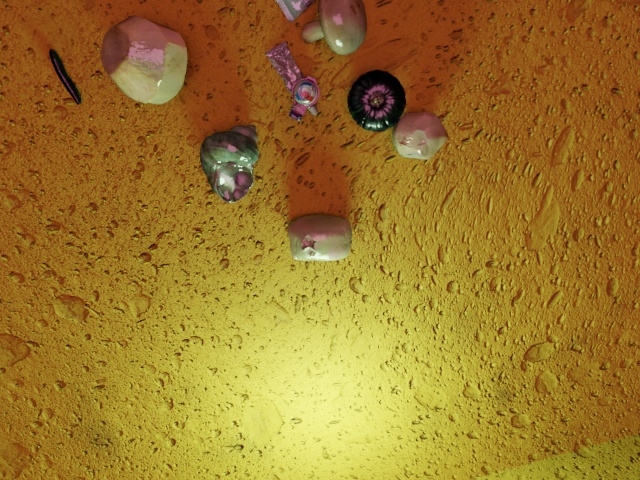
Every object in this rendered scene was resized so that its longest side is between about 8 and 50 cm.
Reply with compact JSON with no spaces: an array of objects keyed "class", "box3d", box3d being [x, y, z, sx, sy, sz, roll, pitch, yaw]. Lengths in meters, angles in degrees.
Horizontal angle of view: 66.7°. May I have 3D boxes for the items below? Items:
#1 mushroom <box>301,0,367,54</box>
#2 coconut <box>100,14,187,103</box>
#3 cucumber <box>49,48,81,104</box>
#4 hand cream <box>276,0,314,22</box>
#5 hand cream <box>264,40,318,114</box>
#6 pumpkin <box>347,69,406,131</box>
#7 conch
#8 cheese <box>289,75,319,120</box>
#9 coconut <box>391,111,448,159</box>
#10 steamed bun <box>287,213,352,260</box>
[{"class":"mushroom","box3d":[0.037,-0.686,1.534,0.215,0.207,0.207,-4,113,31]},{"class":"coconut","box3d":[-0.525,-0.555,1.502,0.259,0.259,0.259,-2,109,-5]},{"class":"cucumber","box3d":[-0.829,-0.527,1.575,0.036,0.033,0.184,-14,111,26]},{"class":"hand cream","box3d":[0.014,-0.831,1.544,0.331,0.058,0.085,-32,122,12]},{"class":"hand cream","box3d":[-0.086,-0.536,1.637,0.084,0.050,0.257,-29,106,8]},{"class":"pumpkin","box3d":[0.188,-0.467,1.628,0.202,0.140,0.202,0,96,4]},{"class":"conch","box3d":[-0.299,-0.279,1.647,0.220,0.195,0.277,31,80,-25]},{"class":"cheese","box3d":[-0.059,-0.471,1.612,0.095,0.038,0.145,24,107,-4]},{"class":"coconut","box3d":[0.343,-0.355,1.659,0.183,0.171,0.171,13,114,37]},{"class":"steamed bun","box3d":[0.000,0.000,1.772,0.238,0.152,0.170,-1,110,-2]}]
